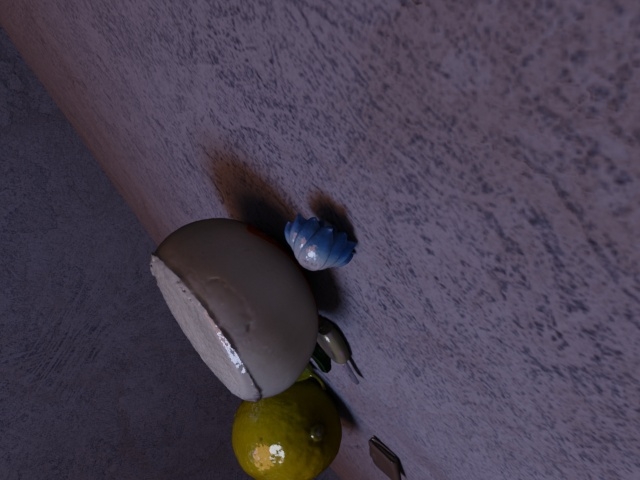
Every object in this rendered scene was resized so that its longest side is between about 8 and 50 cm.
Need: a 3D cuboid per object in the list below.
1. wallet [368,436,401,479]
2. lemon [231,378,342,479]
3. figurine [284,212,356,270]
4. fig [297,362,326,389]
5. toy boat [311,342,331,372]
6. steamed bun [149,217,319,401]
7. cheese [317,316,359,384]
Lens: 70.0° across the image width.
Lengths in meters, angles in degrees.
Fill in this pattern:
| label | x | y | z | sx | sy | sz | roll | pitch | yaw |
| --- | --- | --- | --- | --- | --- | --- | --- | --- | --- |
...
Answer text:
| label | x | y | z | sx | sy | sz | roll | pitch | yaw |
| --- | --- | --- | --- | --- | --- | --- | --- | --- | --- |
| wallet | 0.197 | 0.666 | 1.386 | 0.118 | 0.039 | 0.152 | 29 | 146 | 40 |
| lemon | -0.086 | 0.604 | 1.464 | 0.364 | 0.364 | 0.364 | 42 | 157 | 22 |
| figurine | 0.000 | 0.000 | 0.657 | 0.114 | 0.079 | 0.114 | 24 | 147 | 17 |
| fig | -0.048 | 0.414 | 1.427 | 0.166 | 0.093 | 0.093 | 25 | 152 | 12 |
| toy boat | -0.022 | 0.241 | 1.086 | 0.210 | 0.052 | 0.104 | 58 | -173 | -36 |
| steamed bun | -0.148 | 0.116 | 0.899 | 0.374 | 0.241 | 0.374 | 43 | 153 | 29 |
| cheese | 0.042 | 0.258 | 1.035 | 0.097 | 0.037 | 0.192 | 18 | 142 | 59 |
